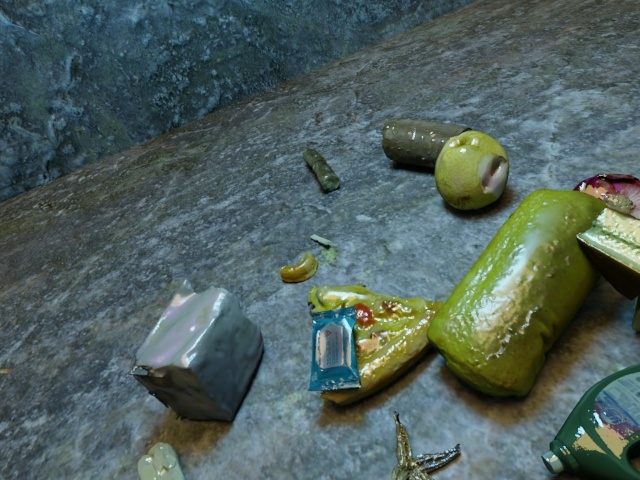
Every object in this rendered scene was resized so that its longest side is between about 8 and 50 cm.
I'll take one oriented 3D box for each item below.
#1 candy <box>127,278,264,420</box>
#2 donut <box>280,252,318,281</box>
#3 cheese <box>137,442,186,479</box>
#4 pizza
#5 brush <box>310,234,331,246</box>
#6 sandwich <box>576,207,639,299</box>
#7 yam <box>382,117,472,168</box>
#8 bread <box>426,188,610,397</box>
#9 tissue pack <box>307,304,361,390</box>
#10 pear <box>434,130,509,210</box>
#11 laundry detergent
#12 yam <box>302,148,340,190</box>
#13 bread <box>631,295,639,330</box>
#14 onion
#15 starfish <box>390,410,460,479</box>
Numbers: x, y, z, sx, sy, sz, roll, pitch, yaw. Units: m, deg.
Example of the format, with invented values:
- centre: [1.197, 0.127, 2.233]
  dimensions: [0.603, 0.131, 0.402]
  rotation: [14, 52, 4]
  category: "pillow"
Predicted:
- centre: [-0.209, 0.198, 0.745]
  dimensions: [0.137, 0.185, 0.195]
  rotation: [-8, 36, 25]
  category: "candy"
- centre: [-0.052, 0.062, 0.976]
  dimensions: [0.083, 0.038, 0.067]
  rotation: [-6, 40, 17]
  category: "donut"
- centre: [-0.221, 0.383, 0.619]
  dimensions: [0.065, 0.043, 0.194]
  rotation: [-32, 37, -19]
  category: "cheese"
- centre: [0.055, 0.148, 0.770]
  dimensions: [0.280, 0.075, 0.288]
  rotation: [-37, 39, -24]
  category: "pizza"
- centre: [0.000, 0.000, 1.058]
  dimensions: [0.016, 0.013, 0.083]
  rotation: [-30, 28, -22]
  category: "brush"
- centre: [0.470, 0.052, 0.558]
  dimensions: [0.090, 0.088, 0.244]
  rotation: [-44, 48, -2]
  category: "sandwich"
- centre: [0.289, -0.270, 1.181]
  dimensions: [0.238, 0.128, 0.129]
  rotation: [20, 17, 37]
  category: "yam"
- centre: [0.324, 0.059, 0.659]
  dimensions: [0.166, 0.112, 0.383]
  rotation: [33, 69, 30]
  category: "bread"
- centre: [0.023, 0.175, 0.683]
  dimensions: [0.085, 0.028, 0.138]
  rotation: [-13, 47, 18]
  category: "tissue pack"
- centre: [0.345, -0.162, 0.969]
  dimensions: [0.178, 0.178, 0.178]
  rotation: [-14, 35, 10]
  category: "pear"
- centre: [0.371, 0.234, 0.503]
  dimensions: [0.211, 0.063, 0.137]
  rotation: [-24, 41, -4]
  category: "laundry detergent"
- centre: [0.000, -0.228, 1.333]
  dimensions: [0.061, 0.061, 0.253]
  rotation: [-23, 34, -3]
  category: "yam"
- centre: [0.548, 0.058, 0.620]
  dimensions: [0.125, 0.068, 0.188]
  rotation: [11, 57, 35]
  category: "bread"
- centre: [0.531, -0.046, 0.784]
  dimensions: [0.150, 0.140, 0.150]
  rotation: [-2, 81, 16]
  category: "onion"
- centre: [0.125, 0.295, 0.565]
  dimensions: [0.133, 0.041, 0.130]
  rotation: [-1, 35, -20]
  category: "starfish"
